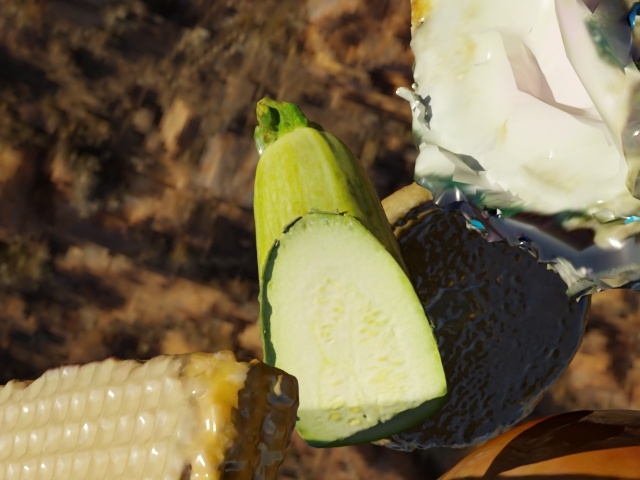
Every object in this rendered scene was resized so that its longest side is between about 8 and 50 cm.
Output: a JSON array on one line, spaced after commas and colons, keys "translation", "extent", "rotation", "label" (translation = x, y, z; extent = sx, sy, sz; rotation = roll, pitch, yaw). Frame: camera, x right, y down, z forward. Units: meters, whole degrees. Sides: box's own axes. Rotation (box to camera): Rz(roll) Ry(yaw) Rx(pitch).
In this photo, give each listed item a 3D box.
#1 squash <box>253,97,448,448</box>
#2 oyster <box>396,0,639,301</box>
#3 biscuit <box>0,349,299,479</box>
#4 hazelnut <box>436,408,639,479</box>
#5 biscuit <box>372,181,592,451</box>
[{"translation": [-0.001, 0.000, 0.883], "extent": [0.090, 0.200, 0.075], "rotation": [-30, 153, 25], "label": "squash"}, {"translation": [0.093, -0.097, 0.552], "extent": [0.092, 0.260, 0.198], "rotation": [16, 132, -16], "label": "oyster"}, {"translation": [-0.147, 0.115, 0.804], "extent": [0.054, 0.094, 0.378], "rotation": [26, 155, -34], "label": "biscuit"}, {"translation": [0.156, 0.285, 0.989], "extent": [0.359, 0.359, 0.409], "rotation": [22, 137, -6], "label": "hazelnut"}, {"translation": [0.089, 0.052, 1.200], "extent": [0.226, 0.042, 0.226], "rotation": [-10, 122, -17], "label": "biscuit"}]
